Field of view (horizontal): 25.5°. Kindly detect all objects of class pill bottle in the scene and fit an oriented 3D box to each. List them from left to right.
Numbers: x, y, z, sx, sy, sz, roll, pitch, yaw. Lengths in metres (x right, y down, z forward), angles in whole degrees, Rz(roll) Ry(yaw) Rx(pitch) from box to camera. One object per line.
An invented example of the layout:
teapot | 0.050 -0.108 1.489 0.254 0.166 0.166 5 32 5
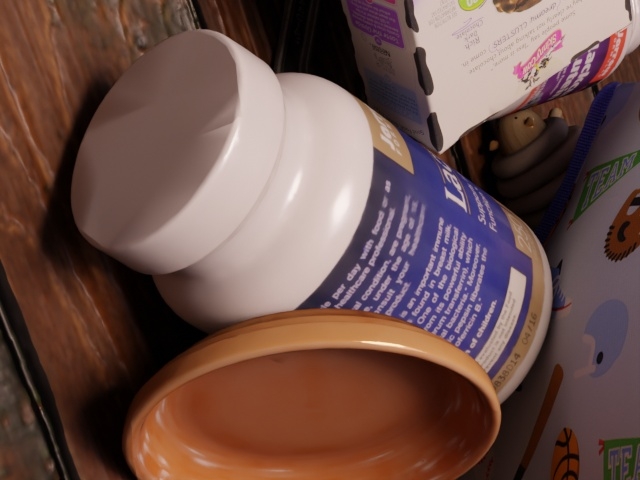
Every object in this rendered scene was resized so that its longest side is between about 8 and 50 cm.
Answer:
pill bottle | 0.000 0.000 0.787 0.265 0.153 0.153 31 64 -42
pill bottle | 0.155 -0.152 1.004 0.193 0.108 0.108 -21 102 -46

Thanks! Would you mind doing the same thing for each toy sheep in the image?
toy sheep | 0.172 -0.044 1.030 0.132 0.091 0.091 50 50 -8

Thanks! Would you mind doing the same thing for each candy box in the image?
candy box | 0.089 -0.176 0.800 0.165 0.070 0.196 -34 131 -22

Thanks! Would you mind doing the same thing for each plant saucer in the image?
plant saucer | -0.005 0.093 0.752 0.200 0.200 0.037 33 39 -41

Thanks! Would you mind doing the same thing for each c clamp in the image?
c clamp | 0.022 -0.116 0.924 0.137 0.022 0.160 15 75 -39

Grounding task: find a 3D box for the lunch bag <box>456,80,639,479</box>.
lunch bag | 0.235 0.112 0.816 0.239 0.328 0.385 31 82 -14
